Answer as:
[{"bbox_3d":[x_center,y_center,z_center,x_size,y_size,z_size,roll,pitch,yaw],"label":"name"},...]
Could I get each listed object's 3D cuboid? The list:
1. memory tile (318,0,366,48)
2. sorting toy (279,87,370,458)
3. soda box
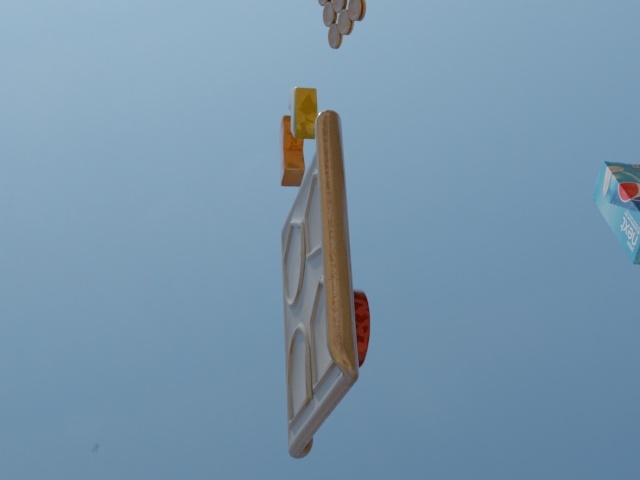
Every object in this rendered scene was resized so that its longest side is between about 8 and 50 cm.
[{"bbox_3d":[0.026,-0.360,1.508,0.012,0.113,0.148,-3,-112,-25],"label":"memory tile"},{"bbox_3d":[0.000,0.000,0.854,0.041,0.229,0.307,2,-117,-10],"label":"sorting toy"},{"bbox_3d":[0.479,-0.043,1.583,0.067,0.071,0.210,5,-151,-8],"label":"soda box"}]
